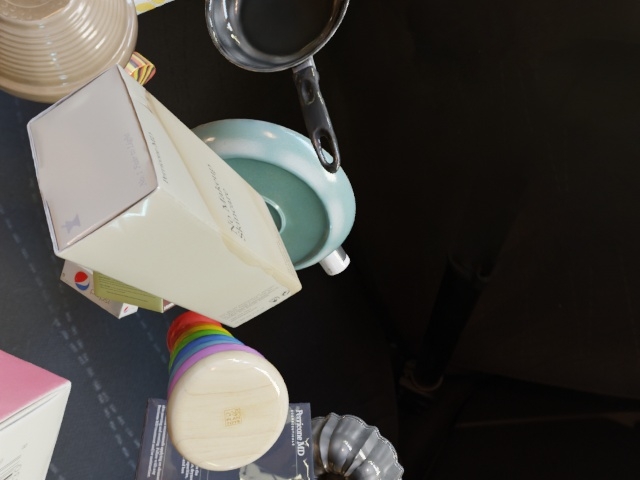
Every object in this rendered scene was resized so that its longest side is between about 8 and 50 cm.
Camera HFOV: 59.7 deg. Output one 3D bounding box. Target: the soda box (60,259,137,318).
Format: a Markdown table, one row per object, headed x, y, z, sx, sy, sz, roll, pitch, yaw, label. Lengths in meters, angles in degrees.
| x | y | z | sx | sy | sz | roll | pitch | yaw | label |
| --- | --- | --- | --- | --- | --- | --- | --- | --- | --- |
| -0.580 | 0.116 | 1.478 | 0.216 | 0.069 | 0.074 | 29 | 109 | 15 | soda box |

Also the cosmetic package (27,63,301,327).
| x | y | z | sx | sy | sz | roll | pitch | yaw | label |
| --- | --- | --- | --- | --- | --- | --- | --- | --- | --- |
| -0.148 | -0.024 | 0.613 | 0.113 | 0.309 | 0.160 | -30 | 64 | 8 | cosmetic package |

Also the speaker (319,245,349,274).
| x | y | z | sx | sy | sz | roll | pitch | yaw | label |
| --- | --- | --- | --- | --- | --- | --- | --- | --- | --- |
| 0.000 | 0.000 | 1.066 | 0.055 | 0.055 | 0.136 | -22 | 119 | 21 | speaker |

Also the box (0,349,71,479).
| x | y | z | sx | sy | sz | roll | pitch | yaw | label |
| --- | --- | --- | --- | --- | --- | --- | --- | --- | --- |
| -0.312 | 0.132 | 0.361 | 0.232 | 0.127 | 0.149 | 20 | 100 | 7 | box |

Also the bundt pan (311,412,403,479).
| x | y | z | sx | sy | sz | roll | pitch | yaw | label |
| --- | --- | --- | --- | --- | --- | --- | --- | --- | --- |
| 0.044 | 0.631 | 1.453 | 0.330 | 0.124 | 0.331 | 3 | 99 | 23 | bundt pan |

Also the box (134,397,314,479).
| x | y | z | sx | sy | sz | roll | pitch | yaw | label |
| --- | --- | --- | --- | --- | --- | --- | --- | --- | --- |
| -0.175 | 0.484 | 1.009 | 0.312 | 0.344 | 0.179 | 5 | 136 | -9 | box |

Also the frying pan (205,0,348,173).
| x | y | z | sx | sy | sz | roll | pitch | yaw | label |
| --- | --- | --- | --- | --- | --- | --- | --- | --- | --- |
| -0.012 | -0.256 | 0.680 | 0.197 | 0.053 | 0.326 | -44 | 74 | 11 | frying pan |

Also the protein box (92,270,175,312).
| x | y | z | sx | sy | sz | roll | pitch | yaw | label |
| --- | --- | --- | --- | --- | --- | --- | --- | --- | --- |
| -0.402 | 0.031 | 1.279 | 0.199 | 0.136 | 0.201 | 9 | 109 | 22 | protein box |

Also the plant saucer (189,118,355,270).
| x | y | z | sx | sy | sz | roll | pitch | yaw | label |
| --- | --- | --- | --- | --- | --- | --- | --- | --- | --- |
| -0.105 | -0.046 | 0.879 | 0.317 | 0.044 | 0.318 | 6 | 137 | 5 | plant saucer |

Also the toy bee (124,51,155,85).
| x | y | z | sx | sy | sz | roll | pitch | yaw | label |
| --- | --- | --- | --- | --- | --- | --- | --- | --- | --- |
| -0.503 | -0.323 | 1.295 | 0.195 | 0.162 | 0.299 | 18 | 85 | -1 | toy bee |

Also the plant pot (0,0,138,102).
| x | y | z | sx | sy | sz | roll | pitch | yaw | label |
| --- | --- | --- | --- | --- | --- | --- | --- | --- | --- |
| -0.362 | -0.309 | 0.718 | 0.237 | 0.109 | 0.238 | 2 | 82 | -14 | plant pot |

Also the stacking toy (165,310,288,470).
| x | y | z | sx | sy | sz | roll | pitch | yaw | label |
| --- | --- | --- | --- | --- | --- | --- | --- | --- | --- |
| -0.152 | 0.172 | 0.774 | 0.141 | 0.330 | 0.141 | -3 | 100 | -18 | stacking toy |

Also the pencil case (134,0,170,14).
| x | y | z | sx | sy | sz | roll | pitch | yaw | label |
| --- | --- | --- | --- | --- | --- | --- | --- | --- | --- |
| -0.394 | -0.556 | 1.192 | 0.273 | 0.113 | 0.124 | -35 | 87 | -19 | pencil case |
